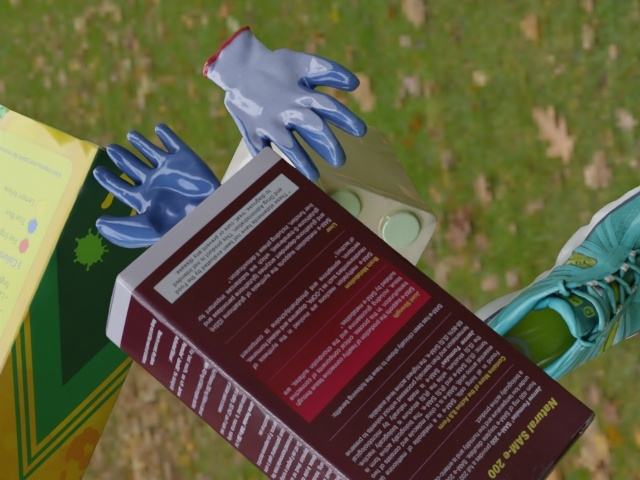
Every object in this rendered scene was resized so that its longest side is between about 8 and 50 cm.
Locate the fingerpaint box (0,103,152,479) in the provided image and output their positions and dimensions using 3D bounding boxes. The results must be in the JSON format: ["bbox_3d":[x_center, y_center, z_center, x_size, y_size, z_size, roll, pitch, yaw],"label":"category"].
[{"bbox_3d":[-0.372,0.040,1.748,0.445,0.163,0.371,22,88,46],"label":"fingerpaint box"}]

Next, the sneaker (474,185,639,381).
[{"bbox_3d":[0.223,0.052,1.321,0.107,0.275,0.110,50,-179,1],"label":"sneaker"}]

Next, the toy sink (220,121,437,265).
[{"bbox_3d":[0.000,0.000,1.366,0.153,0.131,0.234,-64,22,19],"label":"toy sink"}]

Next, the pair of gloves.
[{"bbox_3d":[-0.067,-0.060,1.117,0.159,0.198,0.023,41,173,41],"label":"pair of gloves"}]

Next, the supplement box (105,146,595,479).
[{"bbox_3d":[0.014,0.073,0.891,0.239,0.130,0.073,40,149,12],"label":"supplement box"}]
